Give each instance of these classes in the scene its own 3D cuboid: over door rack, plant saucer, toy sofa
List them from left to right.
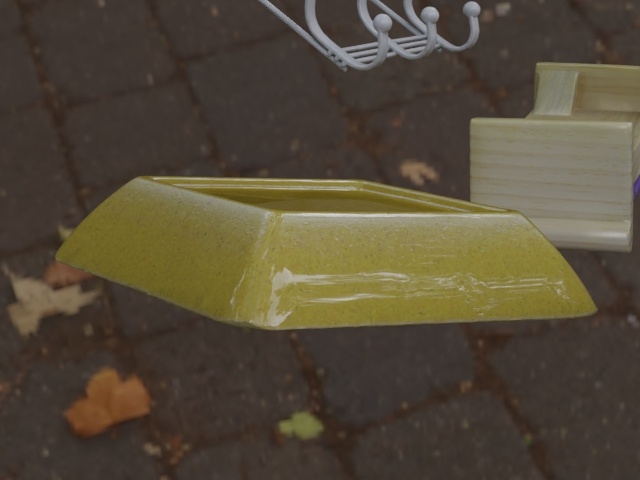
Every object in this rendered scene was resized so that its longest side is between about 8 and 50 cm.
[{"bbox_3d":[-0.013,-0.285,1.678,0.324,0.108,0.239,29,23,22],"label":"over door rack"},{"bbox_3d":[0.000,0.000,1.323,0.333,0.081,0.333,0,8,-33],"label":"plant saucer"},{"bbox_3d":[0.252,-0.062,1.592,0.150,0.177,0.362,3,15,17],"label":"toy sofa"}]
